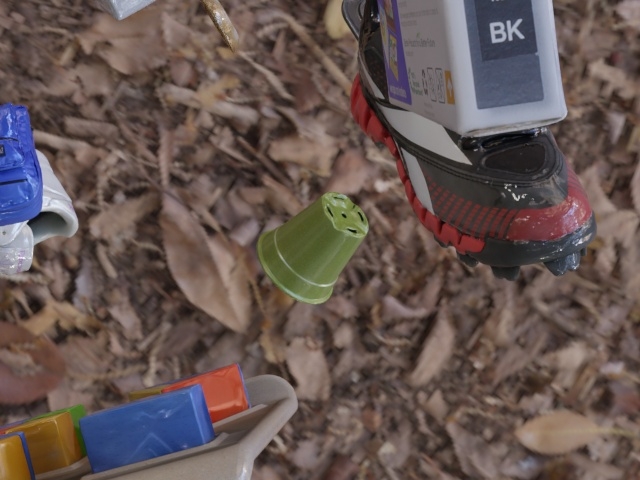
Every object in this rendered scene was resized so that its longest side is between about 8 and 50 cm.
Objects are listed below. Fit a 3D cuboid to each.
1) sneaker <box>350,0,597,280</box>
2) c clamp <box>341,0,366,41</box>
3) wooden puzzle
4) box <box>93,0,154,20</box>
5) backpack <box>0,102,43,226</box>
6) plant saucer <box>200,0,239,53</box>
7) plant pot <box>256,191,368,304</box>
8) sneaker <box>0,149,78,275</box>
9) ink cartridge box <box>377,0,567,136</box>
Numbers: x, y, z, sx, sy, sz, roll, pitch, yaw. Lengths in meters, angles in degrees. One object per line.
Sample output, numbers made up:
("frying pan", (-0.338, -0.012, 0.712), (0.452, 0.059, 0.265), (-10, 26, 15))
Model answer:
("sneaker", (0.091, -0.087, 0.863), (0.097, 0.276, 0.135), (-15, 129, -13))
("c clamp", (0.098, -0.221, 1.490), (0.137, 0.022, 0.161), (-25, 74, -36))
("wooden puzzle", (-0.195, 0.176, 1.115), (0.322, 0.348, 0.080), (-15, 94, 6))
("box", (-0.178, -0.276, 1.240), (0.101, 0.087, 0.102), (-32, 117, -10))
("backpack", (-0.349, -0.079, 1.412), (0.098, 0.101, 0.120), (-11, 76, -7))
("plant saucer", (-0.108, -0.238, 1.416), (0.015, 0.083, 0.083), (-31, 120, -1))
("plant pot", (0.000, 0.000, 1.170), (0.083, 0.083, 0.079), (21, 129, -32))
("sneaker", (-0.430, -0.017, 1.586), (0.305, 0.152, 0.114), (-24, 152, -34))
("ink cartridge box", (0.044, -0.153, 0.533), (0.045, 0.206, 0.208), (-10, 100, -2))
